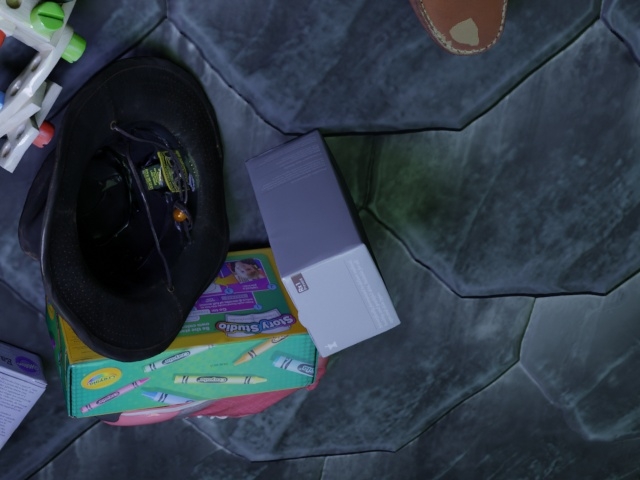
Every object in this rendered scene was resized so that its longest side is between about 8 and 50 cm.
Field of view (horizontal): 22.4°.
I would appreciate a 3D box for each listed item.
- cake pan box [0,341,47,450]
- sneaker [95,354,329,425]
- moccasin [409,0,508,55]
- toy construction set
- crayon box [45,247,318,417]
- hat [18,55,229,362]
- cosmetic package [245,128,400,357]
[{"bbox_3d":[-0.482,0.198,1.864,0.267,0.070,0.246,24,117,-30],"label":"cake pan box"},{"bbox_3d":[-0.122,0.175,1.920,0.314,0.116,0.136,-16,136,-17],"label":"sneaker"},{"bbox_3d":[0.147,-0.352,1.622,0.139,0.147,0.380,-8,126,-12],"label":"moccasin"},{"bbox_3d":[-0.348,-0.205,1.548,0.327,0.151,0.215,38,66,-46],"label":"toy construction set"},{"bbox_3d":[-0.157,0.099,1.803,0.278,0.165,0.081,-6,128,-15],"label":"crayon box"},{"bbox_3d":[-0.231,-0.036,1.698,0.134,0.331,0.331,2,135,29],"label":"hat"},{"bbox_3d":[0.000,0.000,1.768,0.107,0.238,0.127,-25,129,1],"label":"cosmetic package"}]
